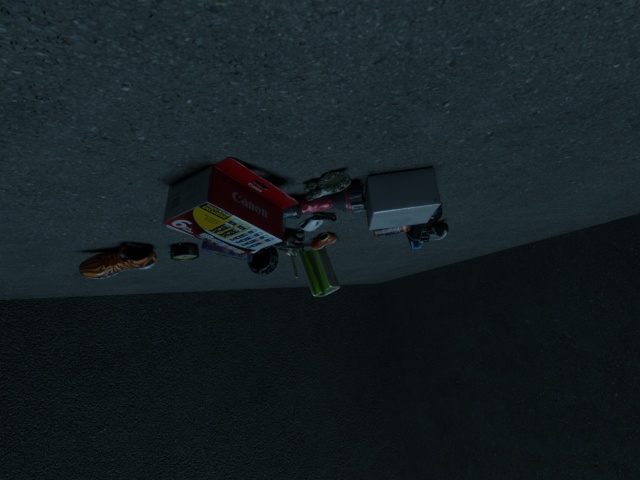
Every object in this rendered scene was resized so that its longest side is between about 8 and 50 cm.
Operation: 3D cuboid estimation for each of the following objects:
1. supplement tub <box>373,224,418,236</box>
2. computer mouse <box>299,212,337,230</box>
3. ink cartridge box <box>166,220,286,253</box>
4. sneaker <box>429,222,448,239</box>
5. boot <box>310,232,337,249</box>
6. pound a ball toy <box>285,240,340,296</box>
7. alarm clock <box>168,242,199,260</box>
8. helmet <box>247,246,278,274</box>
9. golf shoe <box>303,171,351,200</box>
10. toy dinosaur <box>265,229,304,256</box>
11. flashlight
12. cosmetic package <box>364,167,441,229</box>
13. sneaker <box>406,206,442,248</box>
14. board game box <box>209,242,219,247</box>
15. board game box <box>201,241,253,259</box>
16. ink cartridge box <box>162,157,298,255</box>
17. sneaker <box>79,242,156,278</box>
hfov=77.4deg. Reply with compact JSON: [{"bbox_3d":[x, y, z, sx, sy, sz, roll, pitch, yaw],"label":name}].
[{"bbox_3d":[0.327,-0.080,1.756,0.198,0.105,0.106,-10,166,14],"label":"supplement tub"},{"bbox_3d":[-0.022,-0.073,1.737,0.106,0.042,0.193,0,165,-33],"label":"computer mouse"},{"bbox_3d":[-0.371,-0.070,1.559,0.385,0.091,0.308,19,156,-25],"label":"ink cartridge box"},{"bbox_3d":[0.552,-0.040,2.096,0.132,0.086,0.229,2,165,-26],"label":"sneaker"},{"bbox_3d":[0.000,0.000,2.037,0.158,0.059,0.085,-25,157,29],"label":"boot"},{"bbox_3d":[-0.040,0.148,2.164,0.208,0.319,0.136,-32,156,27],"label":"pound a ball toy"},{"bbox_3d":[-0.648,0.062,1.922,0.130,0.064,0.192,-6,164,-4],"label":"alarm clock"},{"bbox_3d":[-0.284,0.086,1.967,0.170,0.169,0.161,-8,175,5],"label":"helmet"},{"bbox_3d":[0.031,-0.184,1.303,0.176,0.069,0.086,-13,-174,33],"label":"golf shoe"},{"bbox_3d":[-0.158,0.003,1.900,0.161,0.120,0.313,5,171,2],"label":"toy dinosaur"},{"bbox_3d":[0.005,-0.129,1.404,0.304,0.103,0.103,-9,140,12],"label":"flashlight"},{"bbox_3d":[0.277,-0.141,1.407,0.224,0.138,0.224,-7,168,1],"label":"cosmetic package"},{"bbox_3d":[0.488,-0.058,1.861,0.125,0.139,0.341,-4,165,-2],"label":"sneaker"},{"bbox_3d":[-0.377,-0.014,1.544,0.186,0.026,0.126,-9,153,37],"label":"board game box"},{"bbox_3d":[-0.402,0.050,1.738,0.202,0.035,0.136,13,170,-2],"label":"board game box"},{"bbox_3d":[-0.263,-0.088,1.226,0.272,0.129,0.310,-18,150,33],"label":"ink cartridge box"},{"bbox_3d":[-0.906,0.076,1.775,0.322,0.124,0.180,-14,166,-21],"label":"sneaker"}]
